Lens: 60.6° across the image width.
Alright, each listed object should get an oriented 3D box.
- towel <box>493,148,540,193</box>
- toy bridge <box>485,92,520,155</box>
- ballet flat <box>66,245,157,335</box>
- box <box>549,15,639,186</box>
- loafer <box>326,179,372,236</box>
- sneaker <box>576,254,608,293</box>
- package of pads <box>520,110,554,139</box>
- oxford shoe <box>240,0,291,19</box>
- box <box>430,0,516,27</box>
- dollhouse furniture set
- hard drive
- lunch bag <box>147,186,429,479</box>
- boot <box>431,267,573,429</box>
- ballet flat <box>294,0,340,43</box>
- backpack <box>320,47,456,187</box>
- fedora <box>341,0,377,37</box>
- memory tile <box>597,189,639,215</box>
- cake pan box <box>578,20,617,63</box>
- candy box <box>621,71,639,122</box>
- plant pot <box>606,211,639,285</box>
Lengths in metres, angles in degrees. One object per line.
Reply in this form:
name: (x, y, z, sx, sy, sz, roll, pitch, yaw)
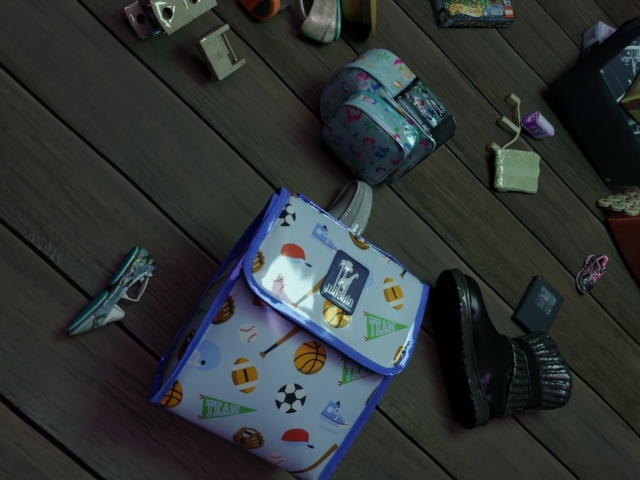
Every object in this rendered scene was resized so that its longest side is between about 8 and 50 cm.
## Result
towel: (0.490, -0.174, 1.364, 0.148, 0.027, 0.110, 1, 89, -27)
toy bridge: (0.481, -0.291, 1.402, 0.063, 0.026, 0.188, 33, 67, -15)
ballet flat: (-0.349, 0.098, 0.944, 0.070, 0.070, 0.188, 39, 70, -10)
box: (0.837, -0.366, 1.425, 0.312, 0.179, 0.343, -40, 104, -11)
loafer: (0.000, 0.000, 1.085, 0.111, 0.112, 0.319, 38, 67, -20)
sneaker: (0.692, 0.082, 1.387, 0.047, 0.057, 0.119, 36, 68, -13)
package of pads: (0.559, -0.294, 1.410, 0.083, 0.050, 0.032, 28, 63, -34)
oxford shoe: (-0.171, -0.598, 1.177, 0.271, 0.097, 0.098, 52, 45, -9)
box: (0.393, -0.640, 1.437, 0.233, 0.044, 0.159, -10, 82, -24)
dollhouse furniture set: (-0.268, -0.401, 1.081, 0.129, 0.129, 0.184, -44, 126, -24)
hard drive: (0.523, 0.164, 1.315, 0.094, 0.022, 0.135, 42, 66, -9)
lunch bag: (-0.041, 0.150, 0.910, 0.327, 0.239, 0.385, 34, 89, -15)
boot: (0.390, 0.215, 1.184, 0.260, 0.131, 0.348, -10, 92, -18)
ballet flat: (-0.010, -0.596, 1.229, 0.106, 0.107, 0.316, 3, 76, -11)
backpack: (0.117, -0.252, 1.133, 0.191, 0.225, 0.253, -37, 90, -31)
fedora: (0.088, -0.547, 1.229, 0.079, 0.194, 0.194, -1, 76, 6)
memory tile: (0.830, -0.104, 1.465, 0.148, 0.113, 0.012, -17, 120, -26)
cake pan box: (0.869, -0.475, 1.586, 0.266, 0.070, 0.246, 15, 71, -19)
candy box: (0.848, -0.423, 1.234, 0.087, 0.183, 0.316, 36, 82, -15)
plant pot: (0.961, 0.018, 1.418, 0.267, 0.267, 0.236, -18, 98, -25)
